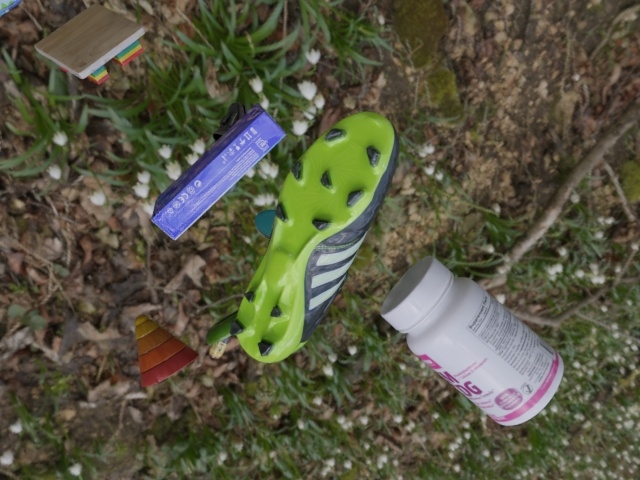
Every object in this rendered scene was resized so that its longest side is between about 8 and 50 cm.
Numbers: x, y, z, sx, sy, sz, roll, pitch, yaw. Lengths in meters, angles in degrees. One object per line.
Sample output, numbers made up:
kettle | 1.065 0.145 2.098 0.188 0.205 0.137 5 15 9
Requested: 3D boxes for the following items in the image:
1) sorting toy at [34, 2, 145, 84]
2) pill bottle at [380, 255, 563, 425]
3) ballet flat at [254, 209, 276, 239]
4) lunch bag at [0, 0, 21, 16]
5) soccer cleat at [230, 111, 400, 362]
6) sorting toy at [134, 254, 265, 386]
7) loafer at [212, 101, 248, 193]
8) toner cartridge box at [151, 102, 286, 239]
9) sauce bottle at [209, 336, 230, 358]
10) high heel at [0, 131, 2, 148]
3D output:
sorting toy | -0.727 -0.620 1.808 0.257 0.256 0.089 -47 152 -20
pill bottle | 0.250 0.165 0.957 0.160 0.283 0.160 -50 -177 3
ballet flat | -0.049 -0.019 1.240 0.222 0.076 0.079 8 160 39
lunch bag | -0.580 -0.388 0.833 0.219 0.090 0.176 -36 129 -11
soccer cleat | 0.000 0.000 0.368 0.072 0.060 0.178 -5 126 -62
sorting toy | -0.218 0.139 1.119 0.366 0.126 0.127 -32 -177 -26
loafer | -0.253 -0.260 1.504 0.084 0.267 0.096 17 157 -32
toner cartridge box | -0.238 -0.165 1.303 0.348 0.075 0.165 -42 -158 5
sauce bottle | -0.279 0.280 1.588 0.042 0.042 0.128 -18 143 -47
high heel | -0.870 -0.293 1.405 0.093 0.261 0.186 -1 -171 -15
